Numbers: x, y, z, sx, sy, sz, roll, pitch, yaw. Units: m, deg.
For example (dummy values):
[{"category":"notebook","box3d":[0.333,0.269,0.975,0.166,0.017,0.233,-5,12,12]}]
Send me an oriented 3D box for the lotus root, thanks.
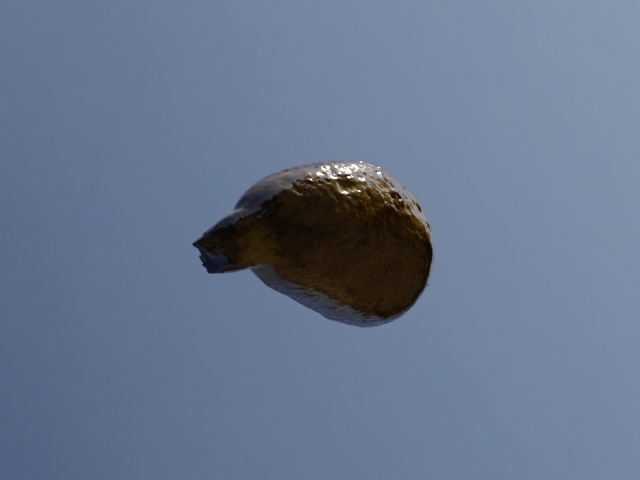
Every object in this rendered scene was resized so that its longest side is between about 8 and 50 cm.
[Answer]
[{"category":"lotus root","box3d":[0.000,0.000,1.126,0.191,0.094,0.108,10,-128,-58]}]
